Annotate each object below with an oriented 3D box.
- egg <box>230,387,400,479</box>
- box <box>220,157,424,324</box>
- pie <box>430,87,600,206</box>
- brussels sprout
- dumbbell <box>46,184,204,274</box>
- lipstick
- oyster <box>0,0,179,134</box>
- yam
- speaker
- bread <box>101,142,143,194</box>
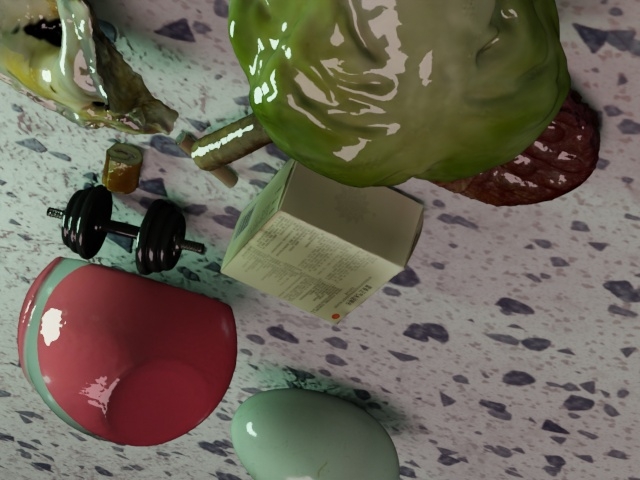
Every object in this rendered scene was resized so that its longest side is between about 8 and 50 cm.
[{"bbox_3d":[-0.008,0.314,2.299,0.264,0.182,0.183,27,152,-1],"label":"egg"},{"bbox_3d":[0.000,0.000,1.829,0.168,0.095,0.212,27,152,-11],"label":"box"},{"bbox_3d":[0.177,-0.108,1.574,0.204,0.054,0.219,29,148,-21],"label":"pie"},{"bbox_3d":[0.058,-0.176,1.326,0.274,0.242,0.316,-7,139,29],"label":"brussels sprout"},{"bbox_3d":[-0.245,-0.013,1.952,0.209,0.099,0.099,13,151,11],"label":"dumbbell"},{"bbox_3d":[-0.133,-0.094,1.825,0.019,0.019,0.094,-10,141,42],"label":"lipstick"},{"bbox_3d":[-0.287,-0.225,1.607,0.275,0.100,0.271,20,152,25],"label":"oyster"},{"bbox_3d":[-0.023,-0.133,1.666,0.327,0.045,0.045,-17,100,46],"label":"yam"},{"bbox_3d":[-0.259,0.133,2.068,0.294,0.294,0.294,15,152,8],"label":"speaker"},{"bbox_3d":[-0.241,-0.085,1.890,0.047,0.036,0.083,17,154,-3],"label":"bread"}]
